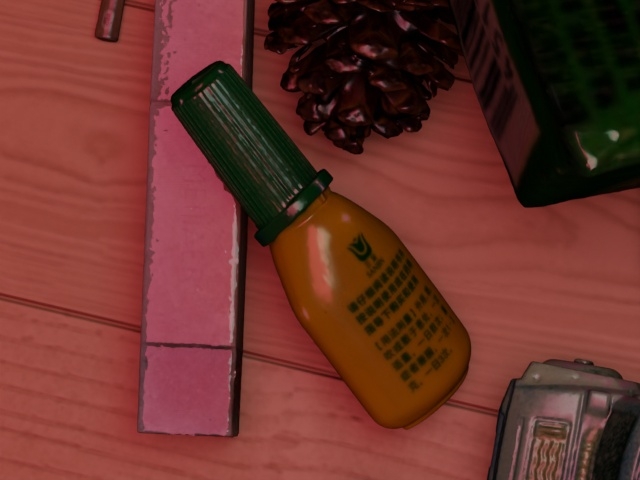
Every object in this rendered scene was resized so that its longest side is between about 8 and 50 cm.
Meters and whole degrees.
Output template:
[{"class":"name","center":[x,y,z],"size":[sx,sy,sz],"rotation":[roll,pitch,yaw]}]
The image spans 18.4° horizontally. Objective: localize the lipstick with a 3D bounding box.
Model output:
[{"class":"lipstick","center":[-0.093,-0.037,1.517],"size":[0.076,0.080,0.371],"rotation":[2,86,3]}]

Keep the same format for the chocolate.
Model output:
[{"class":"chocolate","center":[0.250,-0.207,1.392],"size":[0.341,0.161,0.360],"rotation":[-11,71,-18]}]

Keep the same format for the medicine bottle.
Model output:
[{"class":"medicine bottle","center":[0.000,0.000,1.464],"size":[0.309,0.076,0.111],"rotation":[54,49,-14]}]

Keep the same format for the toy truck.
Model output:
[{"class":"toy truck","center":[0.264,0.178,1.444],"size":[0.279,0.156,0.155],"rotation":[11,87,3]}]

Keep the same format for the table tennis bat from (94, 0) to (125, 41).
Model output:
[{"class":"table tennis bat","center":[-0.155,-0.234,1.568],"size":[0.087,0.013,0.156],"rotation":[10,85,2]}]

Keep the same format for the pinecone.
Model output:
[{"class":"pinecone","center":[0.035,-0.149,1.487],"size":[0.174,0.173,0.173],"rotation":[0,86,3]}]
